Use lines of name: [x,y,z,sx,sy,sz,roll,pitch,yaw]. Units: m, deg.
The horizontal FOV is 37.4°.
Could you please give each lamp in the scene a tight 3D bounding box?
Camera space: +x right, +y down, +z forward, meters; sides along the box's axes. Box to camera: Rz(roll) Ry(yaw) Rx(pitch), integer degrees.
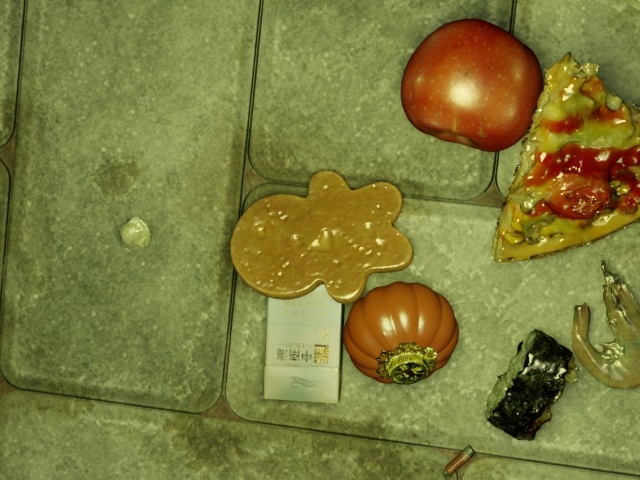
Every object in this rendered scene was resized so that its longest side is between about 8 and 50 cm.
lamp: [0.153,0.177,1.806,0.223,0.196,0.223,-4,134,-4]

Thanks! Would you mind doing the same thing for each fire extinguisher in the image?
fire extinguisher: [0.275,0.446,1.892,0.083,0.022,0.028,-45,117,8]

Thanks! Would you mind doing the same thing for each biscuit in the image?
biscuit: [0.000,0.001,1.861,0.355,0.052,0.275,-14,72,3]

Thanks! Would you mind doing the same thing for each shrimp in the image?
shrimp: [0.549,0.168,1.822,0.145,0.059,0.254,-26,94,18]

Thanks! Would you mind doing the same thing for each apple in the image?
apple: [0.280,-0.282,1.733,0.260,0.260,0.216,21,92,6]

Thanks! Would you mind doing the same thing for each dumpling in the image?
dumpling: [-0.381,-0.010,1.943,0.057,0.052,0.076,42,95,16]

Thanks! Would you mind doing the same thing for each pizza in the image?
pizza: [0.468,-0.145,1.687,0.440,0.130,0.406,-28,131,7]

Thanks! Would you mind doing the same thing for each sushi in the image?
sushi: [0.406,0.276,1.814,0.115,0.147,0.212,24,114,0]

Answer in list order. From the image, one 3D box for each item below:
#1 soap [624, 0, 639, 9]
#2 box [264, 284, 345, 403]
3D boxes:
soap: [0.564,-0.533,1.776,0.183,0.064,0.121,36,96,4]
box: [-0.031,0.199,1.898,0.155,0.067,0.243,1,92,9]
